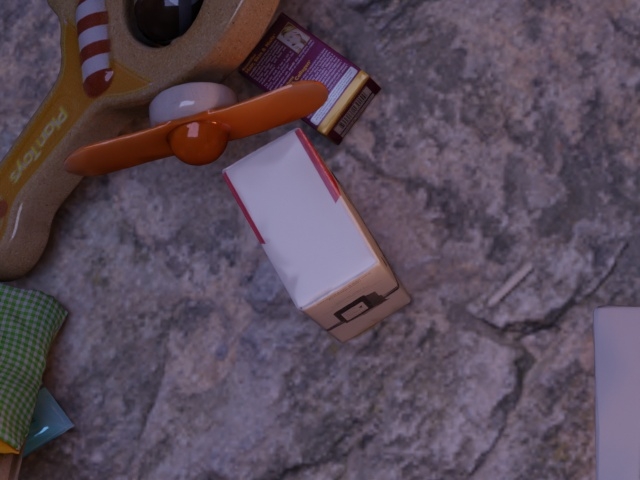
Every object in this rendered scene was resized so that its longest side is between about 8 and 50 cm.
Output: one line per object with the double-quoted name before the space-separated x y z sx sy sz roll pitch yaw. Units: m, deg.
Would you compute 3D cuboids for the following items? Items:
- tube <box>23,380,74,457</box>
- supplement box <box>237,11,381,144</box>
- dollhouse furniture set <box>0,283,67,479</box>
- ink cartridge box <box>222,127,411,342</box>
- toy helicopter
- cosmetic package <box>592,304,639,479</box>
"tube" -0.283 0.168 1.312 0.207 0.052 0.080 -38 79 0
"supplement box" -0.008 -0.115 1.287 0.083 0.043 0.055 38 93 16
"dollhouse furniture set" -0.352 0.084 1.241 0.302 0.151 0.197 -8 44 11
"ink cartridge box" 0.000 0.000 1.212 0.063 0.150 0.109 -32 75 3
"toy helicopter" -0.142 -0.100 1.270 0.355 0.140 0.235 -51 56 18
"cosmetic package" 0.282 0.158 1.060 0.225 0.138 0.224 -3 68 17
